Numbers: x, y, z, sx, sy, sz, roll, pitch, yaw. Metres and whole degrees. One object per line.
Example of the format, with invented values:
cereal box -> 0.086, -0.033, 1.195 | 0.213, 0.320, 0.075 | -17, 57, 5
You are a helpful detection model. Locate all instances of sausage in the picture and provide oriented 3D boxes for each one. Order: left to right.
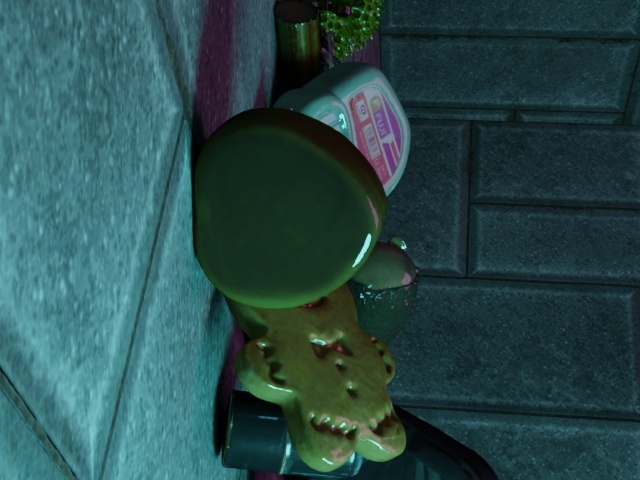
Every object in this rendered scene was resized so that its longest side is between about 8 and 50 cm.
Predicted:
sausage -> -0.029, -0.244, 1.844 | 0.082, 0.082, 0.371 | -81, 171, -45

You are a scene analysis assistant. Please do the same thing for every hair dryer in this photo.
hair dryer -> -0.044, 0.238, 1.553 | 0.352, 0.189, 0.107 | -109, -152, -77

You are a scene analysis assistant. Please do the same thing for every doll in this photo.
doll -> 0.091, 0.146, 2.417 | 0.247, 0.247, 0.349 | -77, 177, -56

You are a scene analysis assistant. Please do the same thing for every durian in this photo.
durian -> 0.041, -0.543, 2.335 | 0.169, 0.158, 0.351 | 45, -35, 49

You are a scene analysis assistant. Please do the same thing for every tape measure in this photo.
tape measure -> 0.033, -0.160, 1.784 | 0.246, 0.125, 0.243 | -36, 123, -29

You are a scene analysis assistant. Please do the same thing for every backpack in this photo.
backpack -> 0.060, 0.471, 1.649 | 0.445, 0.363, 0.255 | -58, 171, 5

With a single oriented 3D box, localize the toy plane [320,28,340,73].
toy plane -> 0.008, -0.347, 2.136 | 0.262, 0.088, 0.192 | 22, 65, -72

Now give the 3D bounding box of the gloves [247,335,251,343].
gloves -> -0.055, 0.121, 1.636 | 0.180, 0.106, 0.129 | 78, 14, -51

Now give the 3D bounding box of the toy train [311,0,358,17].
toy train -> 0.016, -0.513, 1.882 | 0.090, 0.137, 0.225 | -47, 144, -77

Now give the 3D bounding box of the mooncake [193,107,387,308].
mooncake -> -0.034, -0.039, 1.252 | 0.117, 0.235, 0.234 | -64, 156, -71

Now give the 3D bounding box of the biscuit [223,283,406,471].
biscuit -> -0.008, 0.132, 1.400 | 0.275, 0.052, 0.354 | 7, 53, -45

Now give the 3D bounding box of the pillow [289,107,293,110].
pillow -> -0.060, -0.066, 1.632 | 0.254, 0.078, 0.144 | 87, 9, -49
